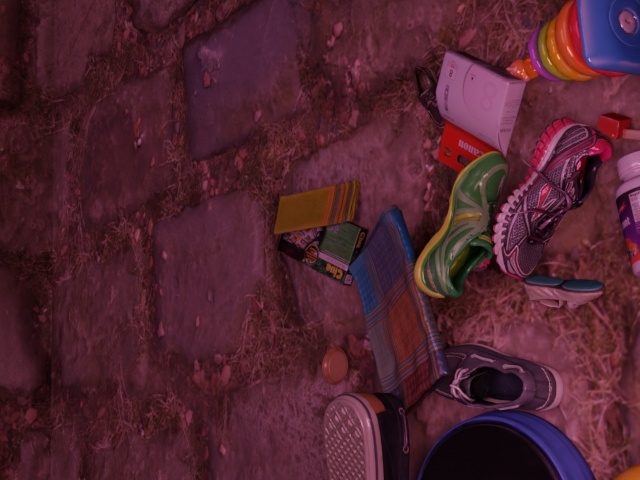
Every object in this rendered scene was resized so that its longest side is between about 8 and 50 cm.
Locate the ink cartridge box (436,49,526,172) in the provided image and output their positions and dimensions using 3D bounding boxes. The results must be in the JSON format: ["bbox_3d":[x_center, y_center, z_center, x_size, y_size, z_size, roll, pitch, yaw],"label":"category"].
[{"bbox_3d":[0.292,-0.230,1.870,0.189,0.066,0.232,40,123,46],"label":"ink cartridge box"}]

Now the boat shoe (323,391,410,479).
[{"bbox_3d":[0.107,0.532,1.899,0.186,0.156,0.500,6,102,47],"label":"boat shoe"}]

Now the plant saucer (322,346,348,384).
[{"bbox_3d":[0.037,0.278,2.128,0.083,0.015,0.083,-14,71,47],"label":"plant saucer"}]

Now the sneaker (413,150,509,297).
[{"bbox_3d":[0.287,-0.021,1.789,0.123,0.109,0.296,24,89,46],"label":"sneaker"}]

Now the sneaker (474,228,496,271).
[{"bbox_3d":[0.319,0.002,1.849,0.119,0.047,0.057,-53,36,26],"label":"sneaker"}]

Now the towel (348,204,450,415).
[{"bbox_3d":[0.149,0.148,1.934,0.271,0.040,0.370,119,142,-55],"label":"towel"}]

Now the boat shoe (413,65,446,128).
[{"bbox_3d":[0.227,-0.298,2.005,0.056,0.049,0.152,-43,53,34],"label":"boat shoe"}]

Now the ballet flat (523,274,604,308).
[{"bbox_3d":[0.433,0.094,1.700,0.168,0.057,0.052,8,116,53],"label":"ballet flat"}]

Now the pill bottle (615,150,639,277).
[{"bbox_3d":[0.538,-0.044,1.555,0.108,0.108,0.194,-26,63,43],"label":"pill bottle"}]

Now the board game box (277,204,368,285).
[{"bbox_3d":[0.000,0.000,2.219,0.259,0.030,0.136,27,100,48],"label":"board game box"}]

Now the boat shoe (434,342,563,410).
[{"bbox_3d":[0.291,0.253,1.780,0.319,0.099,0.116,3,88,50],"label":"boat shoe"}]

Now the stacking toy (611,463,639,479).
[{"bbox_3d":[0.496,0.445,1.401,0.350,0.350,0.480,20,82,49],"label":"stacking toy"}]

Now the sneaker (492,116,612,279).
[{"bbox_3d":[0.404,-0.066,1.704,0.112,0.121,0.299,35,108,44],"label":"sneaker"}]

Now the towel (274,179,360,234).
[{"bbox_3d":[-0.013,-0.075,2.214,0.237,0.021,0.102,-9,59,40],"label":"towel"}]

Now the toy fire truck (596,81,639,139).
[{"bbox_3d":[0.565,-0.212,1.594,0.192,0.047,0.135,31,121,37],"label":"toy fire truck"}]

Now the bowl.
[{"bbox_3d":[0.319,0.500,1.715,0.391,0.077,0.391,-12,73,47],"label":"bowl"}]

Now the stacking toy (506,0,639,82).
[{"bbox_3d":[0.439,-0.341,1.723,0.302,0.175,0.166,-18,74,60],"label":"stacking toy"}]
